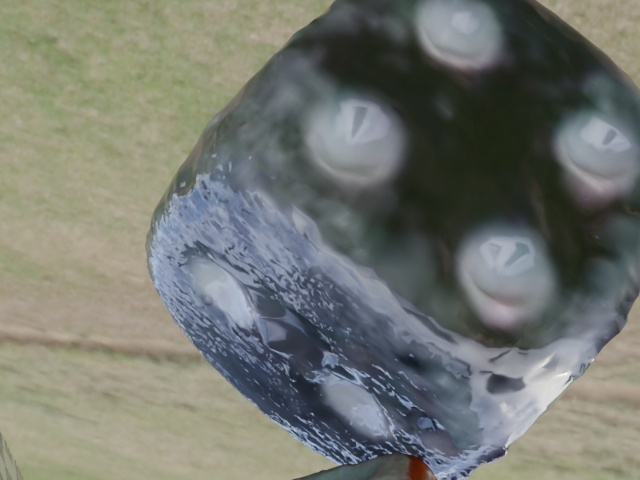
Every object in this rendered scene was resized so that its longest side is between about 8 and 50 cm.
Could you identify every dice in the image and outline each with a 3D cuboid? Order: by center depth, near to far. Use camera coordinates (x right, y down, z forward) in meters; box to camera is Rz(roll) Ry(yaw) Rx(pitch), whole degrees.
[{"bbox_3d":[0.040,-0.006,0.493,0.183,0.182,0.181,41,149,2],"label":"dice"}]

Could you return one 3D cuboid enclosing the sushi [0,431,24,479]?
[{"bbox_3d":[-0.155,0.325,0.726,0.064,0.359,0.343,-11,151,-13],"label":"sushi"}]

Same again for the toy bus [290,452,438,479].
[{"bbox_3d":[-0.052,0.178,0.441,0.265,0.120,0.121,-21,112,24],"label":"toy bus"}]
